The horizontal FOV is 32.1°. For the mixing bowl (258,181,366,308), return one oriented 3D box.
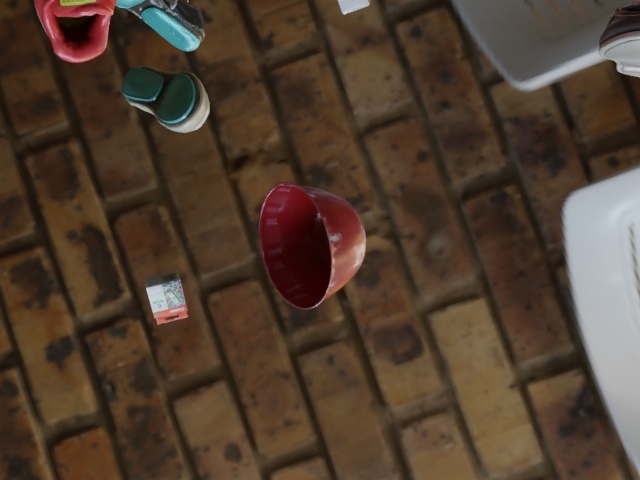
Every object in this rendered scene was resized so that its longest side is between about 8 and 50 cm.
[{"bbox_3d":[0.000,0.000,1.590,0.181,0.098,0.181,21,117,50],"label":"mixing bowl"}]

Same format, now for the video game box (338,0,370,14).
[{"bbox_3d":[0.025,-0.445,1.592,0.187,0.048,0.205,-71,-38,-63],"label":"video game box"}]

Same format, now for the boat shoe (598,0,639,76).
[{"bbox_3d":[0.400,-0.260,1.349,0.335,0.112,0.095,-6,-76,-75],"label":"boat shoe"}]

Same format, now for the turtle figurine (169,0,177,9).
[{"bbox_3d":[-0.066,-0.379,1.171,0.274,0.198,0.266,54,-135,-5],"label":"turtle figurine"}]

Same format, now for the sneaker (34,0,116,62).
[{"bbox_3d":[-0.210,-0.260,0.993,0.279,0.107,0.118,111,147,-63],"label":"sneaker"}]

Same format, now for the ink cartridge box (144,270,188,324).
[{"bbox_3d":[-0.279,0.113,2.036,0.029,0.063,0.115,-112,11,-50],"label":"ink cartridge box"}]

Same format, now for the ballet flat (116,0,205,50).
[{"bbox_3d":[-0.312,-0.440,1.970,0.280,0.095,0.096,35,-129,-46],"label":"ballet flat"}]

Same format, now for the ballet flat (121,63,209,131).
[{"bbox_3d":[-0.203,-0.200,1.590,0.248,0.086,0.086,35,152,54],"label":"ballet flat"}]
